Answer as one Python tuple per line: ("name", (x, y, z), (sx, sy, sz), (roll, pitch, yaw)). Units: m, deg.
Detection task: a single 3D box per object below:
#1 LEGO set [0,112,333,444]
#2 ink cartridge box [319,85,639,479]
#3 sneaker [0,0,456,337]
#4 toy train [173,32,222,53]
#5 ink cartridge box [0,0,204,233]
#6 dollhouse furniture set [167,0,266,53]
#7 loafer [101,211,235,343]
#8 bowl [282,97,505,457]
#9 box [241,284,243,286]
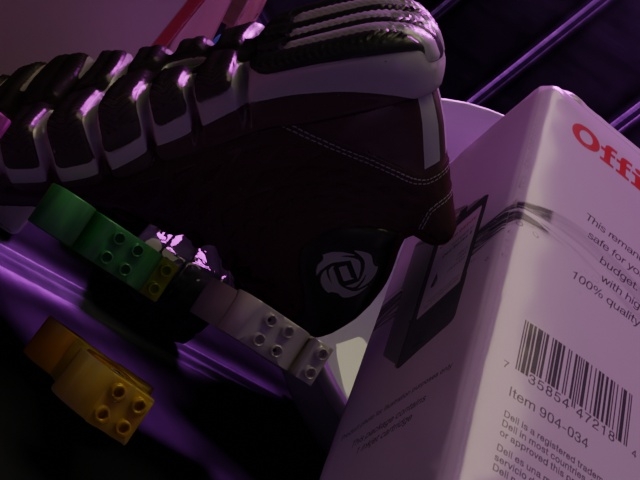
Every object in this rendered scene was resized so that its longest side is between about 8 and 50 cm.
("LEGO set", (-0.094, 0.023, 0.405), (0.227, 0.087, 0.093), (36, -8, -24))
("ink cartridge box", (0.127, 0.083, 0.509), (0.198, 0.115, 0.272), (37, 43, -12))
("sneaker", (-0.067, -0.009, 0.509), (0.106, 0.282, 0.162), (-71, 148, -56))
("toy train", (-0.102, -0.098, 0.865), (0.080, 0.184, 0.105), (42, -31, 31))
("ink cartridge box", (-0.170, -0.146, 0.684), (0.117, 0.207, 0.283), (38, 6, -17))
("dollhouse furniture set", (-0.253, -0.275, 1.129), (0.303, 0.198, 0.286), (32, 19, 5))
("loafer", (-0.109, -0.014, 0.679), (0.078, 0.076, 0.223), (44, 6, -25))
("bowl", (0.083, 0.065, 0.677), (0.298, 0.134, 0.297), (16, 55, -24))
("box", (-0.013, -0.003, 0.978), (0.181, 0.119, 0.182), (43, 7, 40))
